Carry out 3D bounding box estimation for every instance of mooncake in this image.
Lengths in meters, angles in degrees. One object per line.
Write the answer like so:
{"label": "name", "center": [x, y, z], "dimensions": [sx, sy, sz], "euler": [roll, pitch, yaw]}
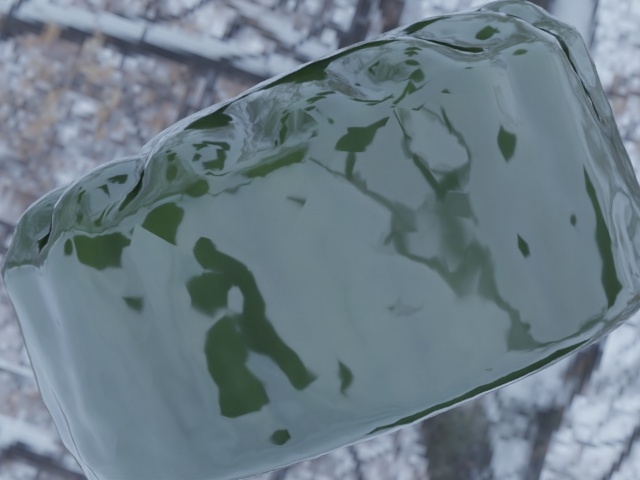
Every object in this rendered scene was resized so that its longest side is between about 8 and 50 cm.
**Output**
{"label": "mooncake", "center": [0.000, 0.000, 1.038], "dimensions": [0.356, 0.194, 0.356], "euler": [-19, 2, 1]}
